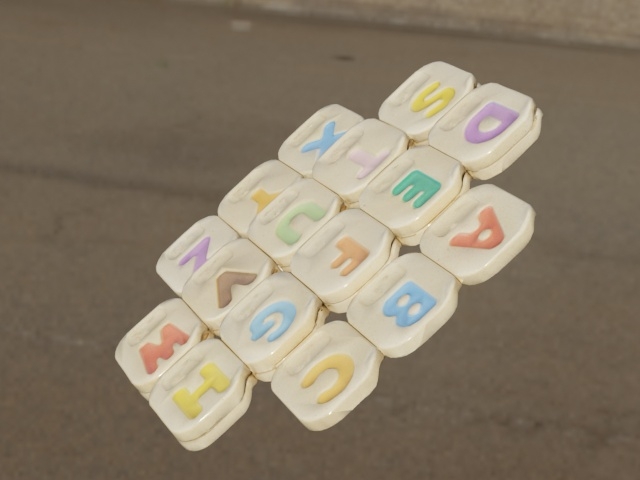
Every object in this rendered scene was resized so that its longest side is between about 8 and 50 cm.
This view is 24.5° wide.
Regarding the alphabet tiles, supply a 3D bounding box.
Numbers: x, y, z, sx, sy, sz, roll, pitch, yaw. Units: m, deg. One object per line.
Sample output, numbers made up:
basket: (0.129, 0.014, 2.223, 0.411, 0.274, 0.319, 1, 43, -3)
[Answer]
alphabet tiles: (0.000, 0.000, 0.889, 0.284, 0.021, 0.278, -42, 30, -5)
